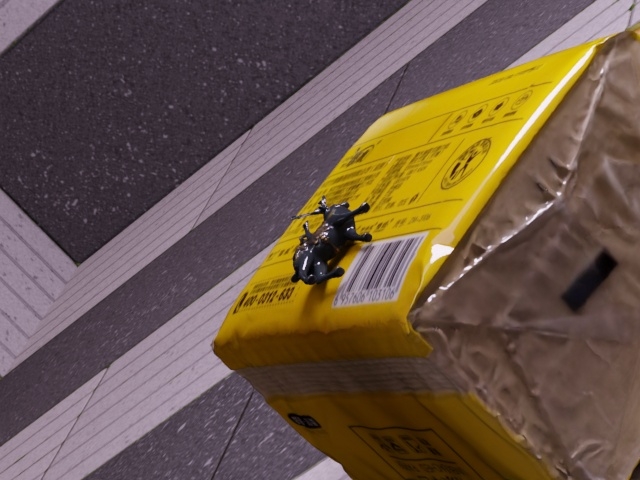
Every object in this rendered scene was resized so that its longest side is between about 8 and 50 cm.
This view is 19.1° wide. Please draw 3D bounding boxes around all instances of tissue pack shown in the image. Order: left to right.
[{"bbox_3d":[0.124,0.033,1.440,0.293,0.228,0.382,-54,16,-18],"label":"tissue pack"}]

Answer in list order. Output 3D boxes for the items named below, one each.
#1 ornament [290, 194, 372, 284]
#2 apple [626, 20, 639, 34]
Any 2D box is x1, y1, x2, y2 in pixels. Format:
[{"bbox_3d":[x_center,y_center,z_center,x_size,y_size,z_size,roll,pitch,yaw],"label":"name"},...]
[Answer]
[{"bbox_3d":[0.000,0.000,1.381,0.073,0.028,0.125,-52,17,-5],"label":"ornament"},{"bbox_3d":[0.308,-0.118,1.548,0.182,0.155,0.182,-35,1,1],"label":"apple"}]
